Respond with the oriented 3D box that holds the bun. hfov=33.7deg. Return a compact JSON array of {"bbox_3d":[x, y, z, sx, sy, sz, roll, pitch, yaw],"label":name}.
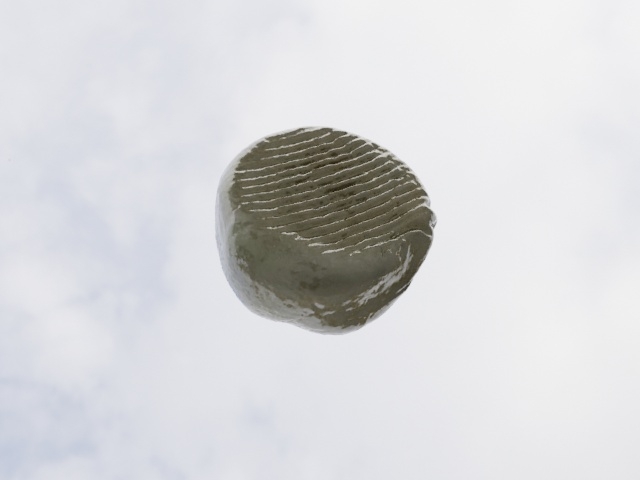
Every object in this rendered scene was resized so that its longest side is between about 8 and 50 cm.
[{"bbox_3d":[0.000,0.000,0.821,0.173,0.113,0.166,7,-130,-13],"label":"bun"}]
